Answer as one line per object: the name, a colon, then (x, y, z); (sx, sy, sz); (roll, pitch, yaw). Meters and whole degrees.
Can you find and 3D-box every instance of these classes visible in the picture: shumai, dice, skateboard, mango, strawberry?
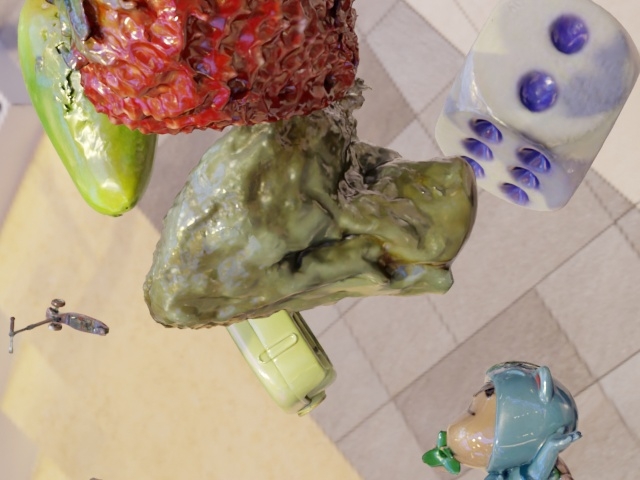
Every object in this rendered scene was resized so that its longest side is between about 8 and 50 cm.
shumai: (0.000, 0.000, 0.886); (0.203, 0.272, 0.222); (38, 148, 8)
dice: (0.330, -0.214, 1.723); (0.243, 0.259, 0.251); (29, 74, 5)
skateboard: (-0.232, 0.078, 0.980); (0.063, 0.083, 0.032); (15, 104, 21)
mango: (-0.201, -0.132, 1.009); (0.233, 0.111, 0.125); (69, 157, 17)
strawberry: (-0.049, -0.137, 0.647); (0.106, 0.286, 0.188); (37, 108, 33)

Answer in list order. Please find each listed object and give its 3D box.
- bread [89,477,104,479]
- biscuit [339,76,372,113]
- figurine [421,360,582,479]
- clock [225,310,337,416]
bread: (-0.238, 0.370, 1.227); (0.184, 0.234, 0.111); (27, 100, 7)
biscuit: (-0.069, -0.177, 1.352); (0.252, 0.106, 0.070); (12, 110, 13)
figurine: (0.160, 0.197, 0.983); (0.144, 0.114, 0.178); (-12, 81, 11)
clock: (-0.044, 0.104, 1.200); (0.069, 0.232, 0.170); (-34, 72, -1)
